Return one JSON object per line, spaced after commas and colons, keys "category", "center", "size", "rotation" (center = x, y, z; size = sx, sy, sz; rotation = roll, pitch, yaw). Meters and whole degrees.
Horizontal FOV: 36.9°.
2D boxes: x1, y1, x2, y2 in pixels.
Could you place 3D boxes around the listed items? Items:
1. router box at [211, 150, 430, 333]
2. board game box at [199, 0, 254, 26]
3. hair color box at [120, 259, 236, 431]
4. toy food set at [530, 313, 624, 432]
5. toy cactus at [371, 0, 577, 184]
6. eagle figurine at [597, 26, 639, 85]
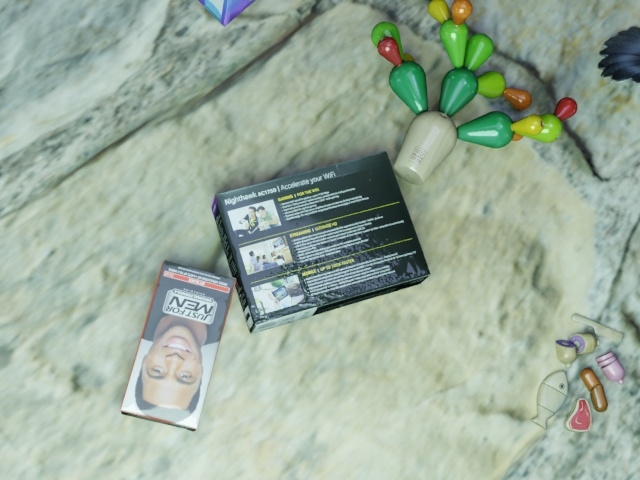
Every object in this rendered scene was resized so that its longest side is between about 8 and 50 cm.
{"category": "router box", "center": [0.000, 0.000, 0.922], "size": [0.179, 0.046, 0.133], "rotation": [-15, 77, -14]}
{"category": "board game box", "center": [-0.056, -0.423, 1.012], "size": [0.233, 0.078, 0.347], "rotation": [45, 72, 4]}
{"category": "hair color box", "center": [-0.129, 0.096, 0.874], "size": [0.072, 0.043, 0.141], "rotation": [15, 73, -7]}
{"category": "toy food set", "center": [0.260, 0.136, 0.944], "size": [0.078, 0.019, 0.122], "rotation": [23, 72, -3]}
{"category": "toy cactus", "center": [0.136, -0.137, 0.955], "size": [0.219, 0.112, 0.180], "rotation": [33, 72, -6]}
{"category": "eagle figurine", "center": [0.467, -0.193, 1.011], "size": [0.298, 0.225, 0.226], "rotation": [-43, 40, 11]}
